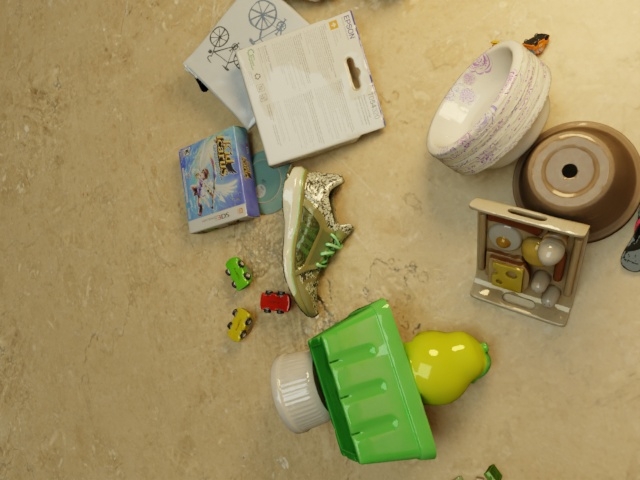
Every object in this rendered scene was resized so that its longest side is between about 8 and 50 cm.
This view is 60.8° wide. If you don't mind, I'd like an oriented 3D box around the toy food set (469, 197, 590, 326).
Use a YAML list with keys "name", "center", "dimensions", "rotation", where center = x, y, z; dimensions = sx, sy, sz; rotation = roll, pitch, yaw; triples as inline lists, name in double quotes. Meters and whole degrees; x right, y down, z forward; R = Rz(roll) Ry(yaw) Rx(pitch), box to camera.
- name: "toy food set"
  center: [0.418, 0.053, 1.140]
  dimensions: [0.219, 0.306, 0.092]
  rotation: [18, 54, 28]

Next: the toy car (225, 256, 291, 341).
- name: "toy car"
  center: [-0.203, 0.149, 1.578]
  dimensions: [0.239, 0.053, 0.225]
  rotation: [-34, 73, 23]

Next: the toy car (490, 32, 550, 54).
- name: "toy car"
  center: [0.461, -0.449, 1.256]
  dimensions: [0.122, 0.060, 0.041]
  rotation: [19, 143, 43]

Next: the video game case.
- name: "video game case"
  center: [-0.306, -0.174, 1.620]
  dimensions: [0.244, 0.061, 0.270]
  rotation: [-14, 82, 34]

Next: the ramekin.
- name: "ramekin"
  center: [-0.032, 0.379, 1.401]
  dimensions: [0.109, 0.207, 0.207]
  rotation: [-21, 79, 17]

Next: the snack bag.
- name: "snack bag"
  center: [-0.185, -0.522, 1.548]
  dimensions: [0.323, 0.037, 0.342]
  rotation: [45, 98, 14]

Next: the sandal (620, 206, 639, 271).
- name: "sandal"
  center: [0.674, -0.019, 1.118]
  dimensions: [0.067, 0.040, 0.179]
  rotation: [23, 100, 27]

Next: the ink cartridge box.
- name: "ink cartridge box"
  center: [-0.025, -0.394, 1.449]
  dimensions: [0.329, 0.071, 0.324]
  rotation: [-16, 88, 8]

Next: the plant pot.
- name: "plant pot"
  center: [0.509, -0.124, 1.104]
  dimensions: [0.262, 0.229, 0.263]
  rotation: [0, 90, 29]

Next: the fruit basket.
- name: "fruit basket"
  center: [0.196, 0.315, 1.289]
  dimensions: [0.391, 0.283, 0.393]
  rotation: [3, 75, -12]

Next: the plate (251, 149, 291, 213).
- name: "plate"
  center: [-0.161, -0.170, 1.578]
  dimensions: [0.188, 0.024, 0.188]
  rotation: [-1, 88, 27]

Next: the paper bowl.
- name: "paper bowl"
  center: [0.372, -0.269, 1.178]
  dimensions: [0.148, 0.284, 0.284]
  rotation: [29, 106, -17]

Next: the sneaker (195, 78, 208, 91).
- name: "sneaker"
  center: [-0.355, -0.522, 1.651]
  dimensions: [0.051, 0.089, 0.170]
  rotation: [-27, 79, 26]

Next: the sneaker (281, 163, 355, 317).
- name: "sneaker"
  center: [0.000, 0.000, 1.434]
  dimensions: [0.181, 0.158, 0.411]
  rotation: [-2, 93, 11]

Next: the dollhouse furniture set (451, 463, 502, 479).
- name: "dollhouse furniture set"
  center: [0.351, 0.582, 1.268]
  dimensions: [0.151, 0.058, 0.076]
  rotation: [-42, 70, 21]
